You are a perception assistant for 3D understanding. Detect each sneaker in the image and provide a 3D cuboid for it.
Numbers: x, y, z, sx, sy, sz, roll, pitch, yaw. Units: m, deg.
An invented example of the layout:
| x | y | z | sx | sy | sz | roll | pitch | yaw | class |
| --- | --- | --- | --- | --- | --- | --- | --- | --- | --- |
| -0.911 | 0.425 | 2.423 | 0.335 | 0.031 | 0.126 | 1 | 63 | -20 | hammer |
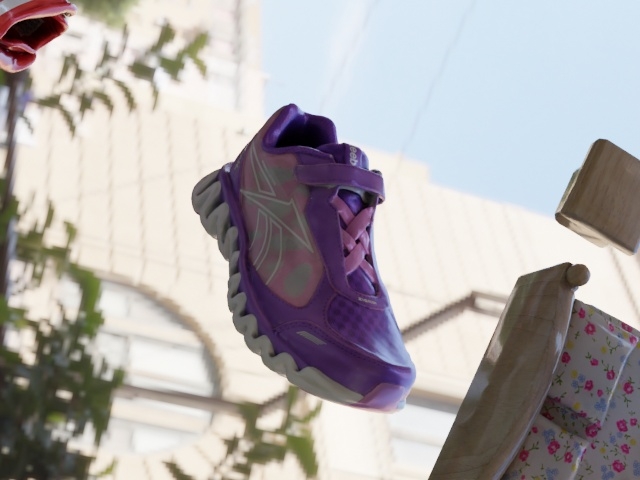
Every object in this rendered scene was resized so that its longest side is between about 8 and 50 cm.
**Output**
| x | y | z | sx | sy | sz | roll | pitch | yaw | class |
| --- | --- | --- | --- | --- | --- | --- | --- | --- | --- |
| 0.000 | 0.000 | 0.815 | 0.104 | 0.095 | 0.236 | -53 | -142 | 20 | sneaker |
| -0.218 | -0.160 | 0.845 | 0.087 | 0.128 | 0.221 | -46 | -155 | 15 | sneaker |

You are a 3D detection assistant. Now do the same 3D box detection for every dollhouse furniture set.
| x | y | z | sx | sy | sz | roll | pitch | yaw | class |
| --- | --- | --- | --- | --- | --- | --- | --- | --- | --- |
| 0.216 | 0.160 | 0.648 | 0.355 | 0.303 | 0.174 | -65 | -168 | -18 | dollhouse furniture set |
